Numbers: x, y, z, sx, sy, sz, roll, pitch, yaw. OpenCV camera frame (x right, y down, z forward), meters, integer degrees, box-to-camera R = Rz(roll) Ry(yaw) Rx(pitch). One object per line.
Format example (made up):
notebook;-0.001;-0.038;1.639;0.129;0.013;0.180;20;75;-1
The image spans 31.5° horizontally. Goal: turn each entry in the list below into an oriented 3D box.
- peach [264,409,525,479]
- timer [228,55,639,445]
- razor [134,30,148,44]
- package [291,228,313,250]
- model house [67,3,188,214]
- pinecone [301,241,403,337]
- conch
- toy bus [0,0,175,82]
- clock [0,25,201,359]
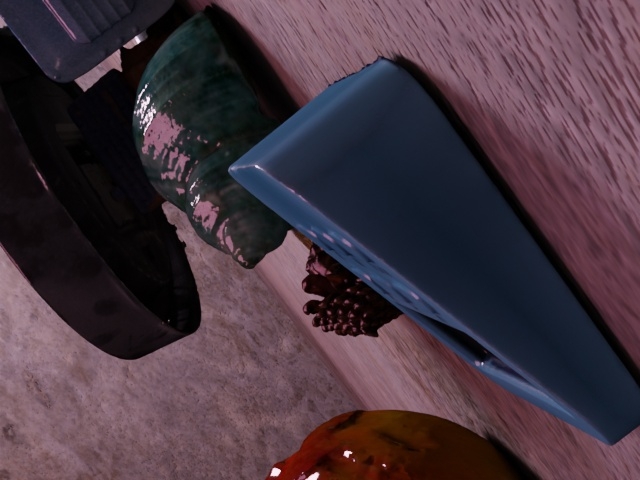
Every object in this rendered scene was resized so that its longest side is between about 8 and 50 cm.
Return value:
peach;0.106;0.351;1.291;0.372;0.290;0.372;43;171;9
timer;0.064;0.021;0.686;0.250;0.091;0.232;49;174;-7
razor;-0.189;-0.193;1.401;0.232;0.106;0.068;61;174;6
package;-0.002;-0.002;1.299;0.120;0.031;0.108;47;174;0
model house;-0.174;-0.125;1.209;0.166;0.172;0.183;52;174;-4
pinecone;0.027;0.038;1.004;0.102;0.102;0.109;57;176;-37
conch;-0.081;-0.072;0.986;0.202;0.134;0.196;51;175;25
toy bus;-0.291;-0.315;1.085;0.312;0.152;0.190;54;175;-17
clock;-0.260;-0.048;1.214;0.386;0.076;0.386;57;-173;-11
